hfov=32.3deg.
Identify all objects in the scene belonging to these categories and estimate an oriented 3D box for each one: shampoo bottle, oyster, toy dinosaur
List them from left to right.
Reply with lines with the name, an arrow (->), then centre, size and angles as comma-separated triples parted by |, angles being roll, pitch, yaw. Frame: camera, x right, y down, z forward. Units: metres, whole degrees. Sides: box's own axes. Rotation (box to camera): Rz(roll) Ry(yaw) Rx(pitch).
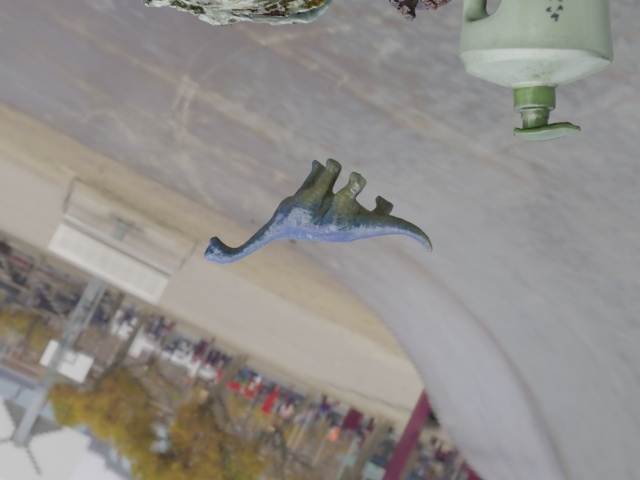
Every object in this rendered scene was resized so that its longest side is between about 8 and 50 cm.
oyster -> -0.148, -0.415, 1.707 | 0.351, 0.162, 0.158 | -1, 156, 1
toy dinosaur -> 0.000, 0.000, 1.369 | 0.247, 0.188, 0.075 | 31, 174, 15
shampoo bottle -> 0.158, -0.190, 0.818 | 0.118, 0.234, 0.087 | -1, 178, 26

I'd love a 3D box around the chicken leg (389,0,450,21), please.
chicken leg -> 0.209, -0.381, 1.590 | 0.253, 0.106, 0.051 | -12, -150, -24
